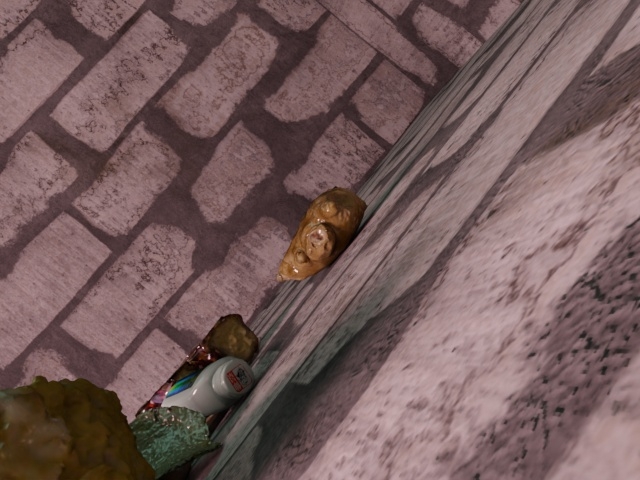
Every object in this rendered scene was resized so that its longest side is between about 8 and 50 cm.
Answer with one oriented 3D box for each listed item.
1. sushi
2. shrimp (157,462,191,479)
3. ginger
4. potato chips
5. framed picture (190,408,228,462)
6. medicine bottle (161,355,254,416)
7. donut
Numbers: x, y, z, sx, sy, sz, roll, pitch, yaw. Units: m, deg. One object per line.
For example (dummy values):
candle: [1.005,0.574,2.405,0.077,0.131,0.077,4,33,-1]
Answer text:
sushi: [-0.362,0.313,0.734,0.396,0.240,0.351,-17,-25,-29]
shrimp: [-0.300,0.425,1.173,0.168,0.077,0.317,-53,9,-36]
ginger: [0.000,0.000,1.629,0.270,0.123,0.219,-60,-3,10]
potato chips: [-0.235,0.320,1.060,0.167,0.059,0.228,-46,26,-17]
framed picture: [-0.235,0.383,1.339,0.150,0.015,0.203,-49,2,36]
medicine bottle: [-0.201,0.273,1.316,0.121,0.083,0.229,-39,3,-39]
donut: [-0.287,0.336,1.622,0.259,0.136,0.345,-49,1,27]
